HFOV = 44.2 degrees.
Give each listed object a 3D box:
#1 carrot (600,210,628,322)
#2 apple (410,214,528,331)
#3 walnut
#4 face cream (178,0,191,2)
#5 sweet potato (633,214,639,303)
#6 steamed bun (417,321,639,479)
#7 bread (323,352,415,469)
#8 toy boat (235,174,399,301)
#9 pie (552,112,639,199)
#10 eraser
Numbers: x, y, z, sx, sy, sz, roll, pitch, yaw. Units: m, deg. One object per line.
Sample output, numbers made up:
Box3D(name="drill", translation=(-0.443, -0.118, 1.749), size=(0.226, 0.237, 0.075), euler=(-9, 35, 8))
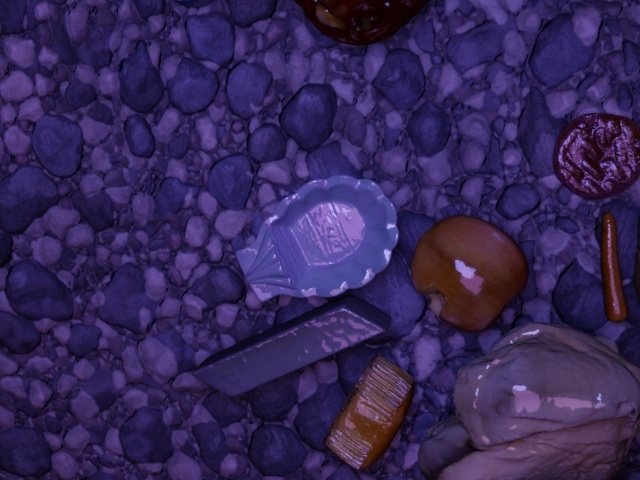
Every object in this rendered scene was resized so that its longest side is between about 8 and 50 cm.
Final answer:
Box3D(name="carrot", translation=(0.489, 0.045, 1.324), size=(0.037, 0.037, 0.190), euler=(-7, 94, 11))
Box3D(name="apple", translation=(0.240, 0.052, 1.304), size=(0.199, 0.199, 0.199), euler=(1, 97, 10))
Box3D(name="walnut", translation=(0.077, -0.456, 1.248), size=(0.269, 0.222, 0.244), euler=(-43, 97, -3))
Box3D(name="face cream", translation=(-0.270, -0.549, 1.357), size=(0.149, 0.083, 0.264), euler=(-35, 90, 9))
Box3D(name="sweet potato", translation=(0.559, 0.067, 1.295), size=(0.077, 0.077, 0.244), euler=(-4, 95, 10))
Box3D(name="steamed bun", translation=(0.338, 0.273, 1.268), size=(0.324, 0.230, 0.372), euler=(9, 133, -18))
Box3D(name="bread", translation=(0.090, 0.302, 1.376), size=(0.114, 0.132, 0.191), euler=(34, 105, 5))
Box3D(name="toy boat", translation=(0.000, 0.000, 1.370), size=(0.290, 0.100, 0.200), euler=(-25, 92, 11))
Box3D(name="pie", translation=(0.462, -0.142, 1.306), size=(0.154, 0.036, 0.155), euler=(1, 97, 9))
Box3D(name="eraser", translation=(-0.049, 0.186, 1.396), size=(0.352, 0.111, 0.077), euler=(-25, 94, 12))
